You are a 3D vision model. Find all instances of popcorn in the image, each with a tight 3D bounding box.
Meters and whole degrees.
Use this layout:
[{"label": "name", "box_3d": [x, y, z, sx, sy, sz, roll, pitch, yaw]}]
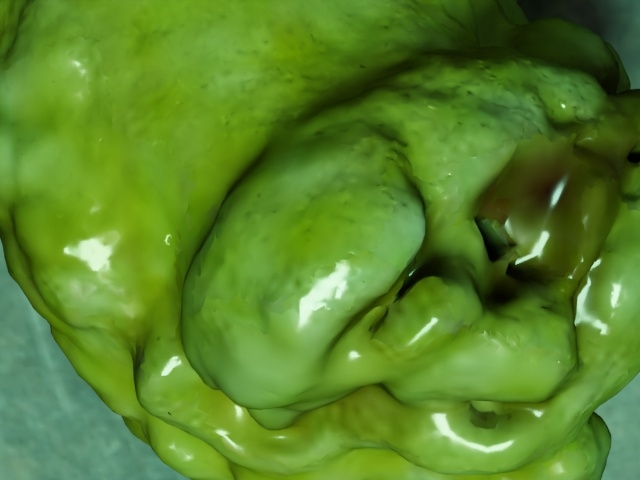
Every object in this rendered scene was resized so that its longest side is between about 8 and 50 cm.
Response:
[{"label": "popcorn", "box_3d": [0.000, 0.000, 0.490, 0.200, 0.203, 0.226, -4, 107, -5]}]
